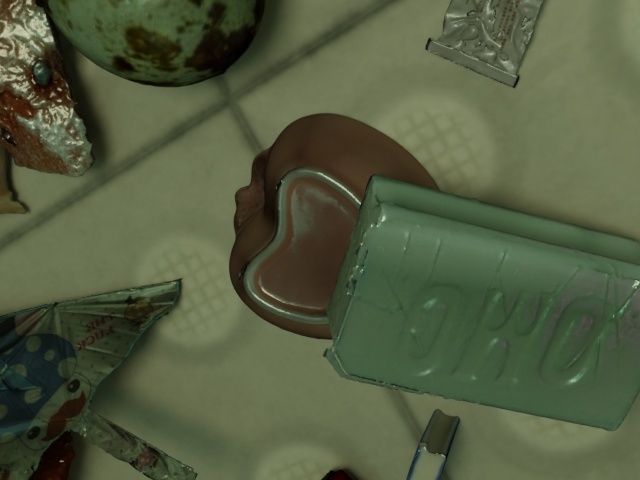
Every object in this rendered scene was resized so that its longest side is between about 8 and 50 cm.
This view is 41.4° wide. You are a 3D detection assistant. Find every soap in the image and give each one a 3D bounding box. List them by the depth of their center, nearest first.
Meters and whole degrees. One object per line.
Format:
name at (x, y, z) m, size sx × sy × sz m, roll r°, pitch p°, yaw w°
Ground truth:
soap at (0.136, 0.052, 0.666) m, size 0.261 × 0.094 × 0.150 m, roll 13°, pitch 109°, yaw -11°

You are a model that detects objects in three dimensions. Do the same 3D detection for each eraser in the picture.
eraser at (0.099, 0.199, 0.765) m, size 0.027 × 0.084 × 0.063 m, roll 20°, pitch 107°, yaw 13°

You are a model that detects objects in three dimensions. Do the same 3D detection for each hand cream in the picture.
hand cream at (0.161, -0.254, 0.662) m, size 0.084 × 0.050 × 0.257 m, roll 21°, pitch 111°, yaw 8°

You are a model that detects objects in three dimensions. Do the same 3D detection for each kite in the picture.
kite at (-0.245, 0.158, 0.793) m, size 0.314 × 0.011 × 0.335 m, roll 27°, pitch 70°, yaw 24°

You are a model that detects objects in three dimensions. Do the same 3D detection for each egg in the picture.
egg at (-0.149, -0.222, 0.696) m, size 0.231 × 0.169 × 0.169 m, roll 35°, pitch 110°, yaw 18°

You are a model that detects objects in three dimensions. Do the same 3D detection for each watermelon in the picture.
watermelon at (-0.291, -0.162, 0.778) m, size 0.154 × 0.094 × 0.241 m, roll -32°, pitch 106°, yaw -5°

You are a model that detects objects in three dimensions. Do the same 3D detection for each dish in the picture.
dish at (0.000, 0.000, 0.744) m, size 0.213 × 0.090 × 0.213 m, roll 4°, pitch 105°, yaw 15°

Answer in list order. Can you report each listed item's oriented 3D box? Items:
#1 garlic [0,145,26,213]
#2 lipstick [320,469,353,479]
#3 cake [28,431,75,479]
garlic at (-0.386, -0.155, 0.824) m, size 0.128 × 0.148 × 0.267 m, roll 27°, pitch 119°, yaw 47°
lipstick at (0.081, 0.322, 0.804) m, size 0.241 × 0.080 × 0.080 m, roll 40°, pitch 110°, yaw 4°
cake at (-0.398, 0.244, 0.871) m, size 0.282 × 0.177 × 0.151 m, roll 24°, pitch 111°, yaw 11°
